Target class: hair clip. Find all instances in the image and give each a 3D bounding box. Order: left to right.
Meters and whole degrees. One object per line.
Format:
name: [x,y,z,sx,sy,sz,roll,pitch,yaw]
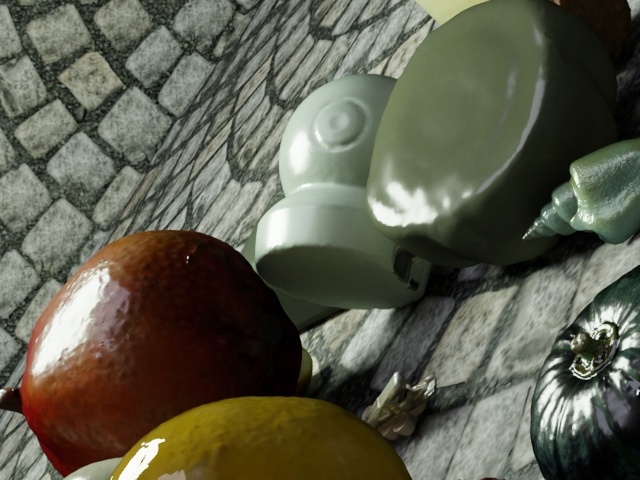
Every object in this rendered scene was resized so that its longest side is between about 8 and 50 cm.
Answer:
hair clip: [0.049,0.181,1.712,0.214,0.056,0.062,-50,30,47]

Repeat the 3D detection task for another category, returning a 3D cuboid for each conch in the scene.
conch: [0.245,-0.042,1.564,0.180,0.065,0.088,-36,20,27]

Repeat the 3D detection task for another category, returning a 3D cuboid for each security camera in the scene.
security camera: [0.038,-0.061,1.904,0.194,0.194,0.236,-30,44,57]

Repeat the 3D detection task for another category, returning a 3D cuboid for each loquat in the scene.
loquat: [-0.055,0.259,1.438,0.275,0.275,0.275,-49,16,19]

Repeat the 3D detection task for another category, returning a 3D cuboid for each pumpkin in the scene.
pumpkin: [0.222,0.099,1.190,0.202,0.140,0.202,-52,14,19]

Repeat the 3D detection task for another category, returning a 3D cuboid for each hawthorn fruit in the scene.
hawthorn fruit: [-0.162,0.145,1.862,0.311,0.295,0.295,-46,17,32]

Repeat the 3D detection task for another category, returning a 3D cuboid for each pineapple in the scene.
pineapple: [0.212,-0.185,1.900,0.277,0.119,0.130,-31,71,58]

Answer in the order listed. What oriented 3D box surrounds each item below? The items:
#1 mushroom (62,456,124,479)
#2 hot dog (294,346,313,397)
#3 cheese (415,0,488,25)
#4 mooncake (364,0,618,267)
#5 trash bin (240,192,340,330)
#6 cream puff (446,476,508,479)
mushroom: [-0.170,0.315,1.731,0.243,0.243,0.243,-49,16,19]
hot dog: [-0.100,0.205,2.071,0.286,0.061,0.088,-36,23,45]
cheese: [0.254,-0.393,2.190,0.265,0.124,0.242,-24,38,60]
mooncake: [0.168,-0.097,1.716,0.275,0.135,0.275,-34,40,34]
trash bin: [0.000,0.000,2.116,0.240,0.122,0.164,-34,24,57]
cream puff: [0.083,0.270,1.212,0.240,0.164,0.240,-47,21,25]
